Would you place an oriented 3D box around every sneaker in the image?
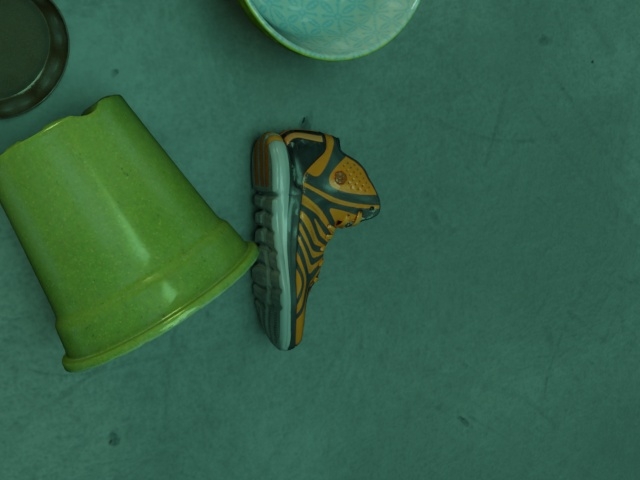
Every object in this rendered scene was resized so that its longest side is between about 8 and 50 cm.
[{"bbox_3d":[0.000,0.000,1.121,0.180,0.124,0.321,-4,103,-25],"label":"sneaker"}]

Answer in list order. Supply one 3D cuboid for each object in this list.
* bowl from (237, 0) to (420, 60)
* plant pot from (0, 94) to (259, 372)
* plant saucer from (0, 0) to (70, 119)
[{"bbox_3d":[-0.013,-0.384,1.008,0.289,0.156,0.290,-6,105,-25],"label":"bowl"},{"bbox_3d":[-0.256,-0.024,0.927,0.276,0.276,0.254,-34,103,-17],"label":"plant pot"},{"bbox_3d":[-0.377,-0.224,0.897,0.168,0.029,0.168,-32,141,-31],"label":"plant saucer"}]
